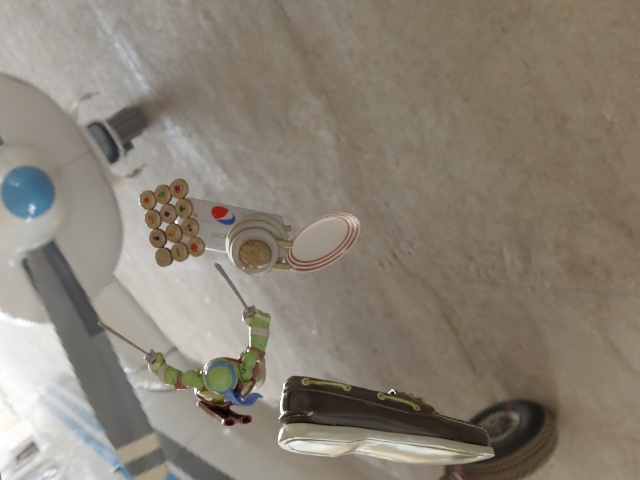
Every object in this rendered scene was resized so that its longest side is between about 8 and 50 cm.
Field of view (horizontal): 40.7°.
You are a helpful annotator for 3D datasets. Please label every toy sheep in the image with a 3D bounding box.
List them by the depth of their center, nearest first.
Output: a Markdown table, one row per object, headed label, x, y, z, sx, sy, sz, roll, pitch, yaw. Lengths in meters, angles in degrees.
| label | x | y | z | sx | sy | sz | roll | pitch | yaw |
| --- | --- | --- | --- | --- | --- | --- | --- | --- | --- |
| toy sheep | -0.083 | 0.004 | 1.152 | 0.091 | 0.091 | 0.132 | 61 | -177 | -17 |

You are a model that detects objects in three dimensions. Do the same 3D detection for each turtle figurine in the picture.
| label | x | y | z | sx | sy | sz | roll | pitch | yaw |
| --- | --- | --- | --- | --- | --- | --- | --- | --- | --- |
| turtle figurine | -0.180 | 0.177 | 1.443 | 0.274 | 0.198 | 0.266 | 37 | 166 | 11 |

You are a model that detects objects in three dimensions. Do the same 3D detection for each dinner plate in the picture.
| label | x | y | z | sx | sy | sz | roll | pitch | yaw |
| --- | --- | --- | --- | --- | --- | --- | --- | --- | --- |
| dinner plate | 0.000 | 0.000 | 1.413 | 0.017 | 0.141 | 0.141 | 58 | 161 | 31 |

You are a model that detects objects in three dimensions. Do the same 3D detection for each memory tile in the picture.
| label | x | y | z | sx | sy | sz | roll | pitch | yaw |
| --- | --- | --- | --- | --- | --- | --- | --- | --- | --- |
| memory tile | -0.273 | -0.031 | 1.574 | 0.113 | 0.012 | 0.148 | -16 | 91 | 27 |

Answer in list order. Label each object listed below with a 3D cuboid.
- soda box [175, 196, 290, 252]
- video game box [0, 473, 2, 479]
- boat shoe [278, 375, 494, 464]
| label | x | y | z | sx | sy | sz | roll | pitch | yaw |
| --- | --- | --- | --- | --- | --- | --- | --- | --- | --- |
| soda box | -0.175 | -0.021 | 1.715 | 0.069 | 0.216 | 0.074 | -55 | 39 | 34 |
| video game box | -0.500 | 0.472 | 1.321 | 0.205 | 0.048 | 0.187 | 62 | 143 | 34 |
| boat shoe | 0.070 | 0.180 | 0.860 | 0.081 | 0.227 | 0.069 | 129 | 147 | -55 |
